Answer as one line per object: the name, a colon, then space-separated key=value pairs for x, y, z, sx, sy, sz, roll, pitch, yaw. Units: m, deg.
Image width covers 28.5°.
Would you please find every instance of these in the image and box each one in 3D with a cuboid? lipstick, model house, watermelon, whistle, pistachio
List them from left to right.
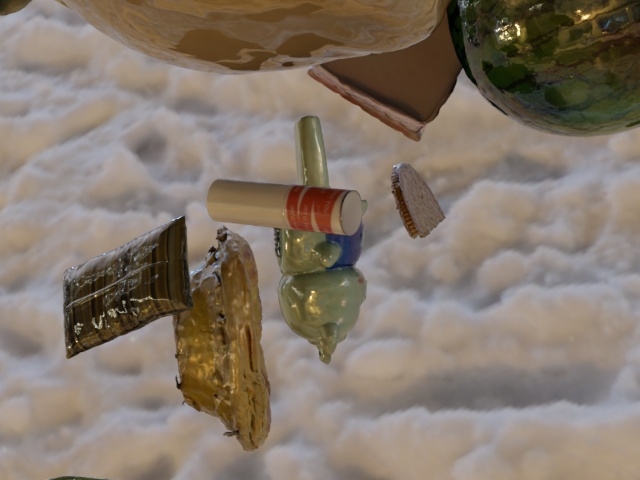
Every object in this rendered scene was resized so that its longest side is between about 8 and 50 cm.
pistachio: x=-0.064 y=-0.292 z=1.163 sx=0.445 sy=0.365 sz=0.281 roll=7 pitch=69 yaw=9
lipstick: x=-0.031 y=-0.029 z=1.052 sx=0.131 sy=0.038 sz=0.038 roll=6 pitch=47 yaw=29
whistle: x=0.000 y=0.000 z=1.234 sx=0.092 sy=0.244 sz=0.110 roll=-4 pitch=2 yaw=-8
model house: x=0.098 y=-0.278 z=1.688 sx=0.237 sy=0.202 sz=0.237 roll=132 pitch=164 yaw=-86
watermelon: x=0.315 y=-0.286 z=1.436 sx=0.363 sy=0.363 sz=0.363 roll=-19 pitch=36 yaw=14

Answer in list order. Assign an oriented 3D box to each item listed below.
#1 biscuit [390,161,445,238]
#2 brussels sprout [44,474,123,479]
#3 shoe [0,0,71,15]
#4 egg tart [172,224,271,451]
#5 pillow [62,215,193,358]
biscuit: x=0.149 y=-0.066 z=2.028 sx=0.025 sy=0.126 sz=0.206 roll=-26 pitch=0 yaw=19
brussels sprout: x=-0.336 y=0.522 z=1.638 sx=0.361 sy=0.425 sz=0.342 roll=-7 pitch=13 yaw=44
shoe: x=-0.315 y=-0.401 z=1.646 sx=0.342 sy=0.132 sz=0.210 roll=-11 pitch=76 yaw=25
egg tart: x=-0.130 y=0.129 z=1.631 sx=0.116 sy=0.295 sz=0.295 roll=-7 pitch=37 yaw=1
pillow: x=-0.220 y=0.053 z=1.400 sx=0.203 sy=0.038 sz=0.113 roll=-24 pitch=61 yaw=34
